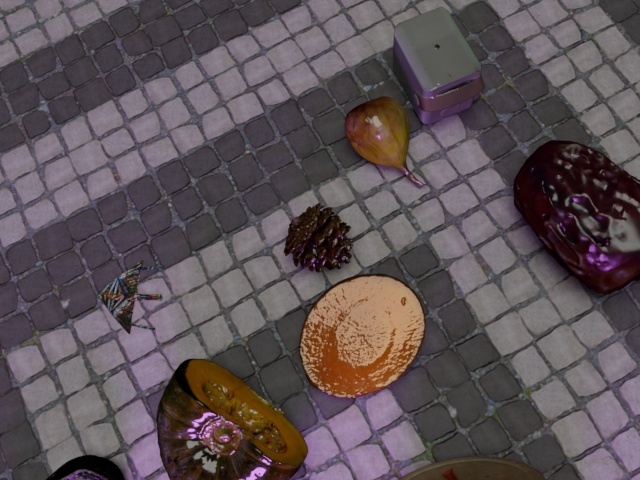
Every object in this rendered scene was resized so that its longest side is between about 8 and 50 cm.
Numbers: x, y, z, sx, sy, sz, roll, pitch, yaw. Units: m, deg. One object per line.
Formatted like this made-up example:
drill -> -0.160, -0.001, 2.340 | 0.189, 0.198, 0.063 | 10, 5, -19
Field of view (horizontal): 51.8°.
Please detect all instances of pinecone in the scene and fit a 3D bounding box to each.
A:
pinecone -> 0.000, 0.000, 1.520 | 0.174, 0.173, 0.173 | -1, 71, 3

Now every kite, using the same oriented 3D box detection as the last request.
kite -> -0.456, 0.132, 1.573 | 0.160, 0.010, 0.182 | 3, 71, 4

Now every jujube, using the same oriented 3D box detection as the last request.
jujube -> 0.601, -0.051, 1.452 | 0.258, 0.258, 0.376 | -39, 61, -9

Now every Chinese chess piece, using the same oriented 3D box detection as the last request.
Chinese chess piece -> 0.275, 0.527, 1.225 | 0.338, 0.338, 0.140 | -10, 92, 0

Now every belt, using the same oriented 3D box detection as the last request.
belt -> -0.528, 0.582, 1.354 | 0.289, 0.164, 0.184 | -45, 100, -13

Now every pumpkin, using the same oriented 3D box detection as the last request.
pumpkin -> -0.209, 0.417, 1.380 | 0.325, 0.242, 0.232 | 40, 107, 11

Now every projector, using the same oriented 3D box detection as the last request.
projector -> 0.286, -0.417, 1.624 | 0.163, 0.177, 0.242 | -24, 70, -2

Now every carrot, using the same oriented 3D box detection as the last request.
carrot -> 0.088, 0.211, 1.477 | 0.307, 0.100, 0.258 | -45, 76, -3

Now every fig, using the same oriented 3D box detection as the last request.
fig -> 0.174, -0.231, 1.603 | 0.159, 0.159, 0.257 | -39, 93, -9
